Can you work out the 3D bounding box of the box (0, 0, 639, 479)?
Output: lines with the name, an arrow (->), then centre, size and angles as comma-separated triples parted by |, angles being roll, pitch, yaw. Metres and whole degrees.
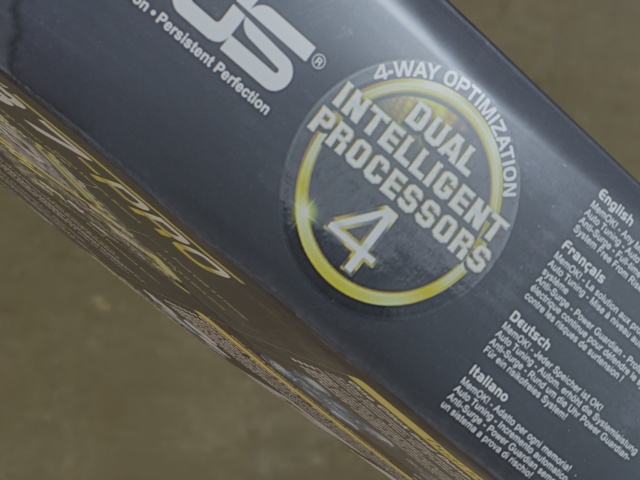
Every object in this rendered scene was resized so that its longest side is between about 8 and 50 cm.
box -> 0.000, 0.000, 0.642 | 0.395, 0.318, 0.097 | 40, 84, -25
